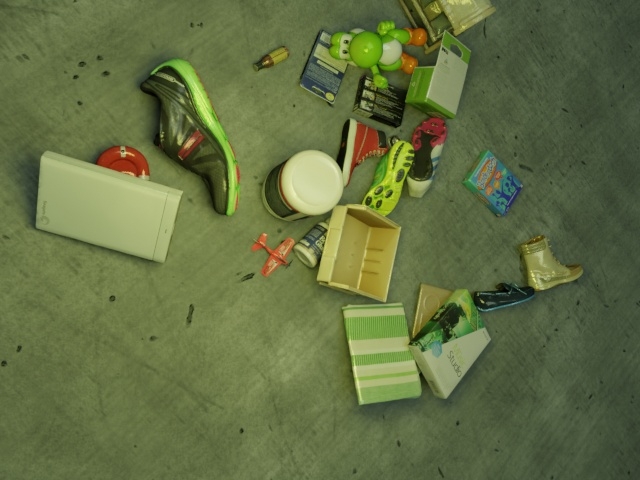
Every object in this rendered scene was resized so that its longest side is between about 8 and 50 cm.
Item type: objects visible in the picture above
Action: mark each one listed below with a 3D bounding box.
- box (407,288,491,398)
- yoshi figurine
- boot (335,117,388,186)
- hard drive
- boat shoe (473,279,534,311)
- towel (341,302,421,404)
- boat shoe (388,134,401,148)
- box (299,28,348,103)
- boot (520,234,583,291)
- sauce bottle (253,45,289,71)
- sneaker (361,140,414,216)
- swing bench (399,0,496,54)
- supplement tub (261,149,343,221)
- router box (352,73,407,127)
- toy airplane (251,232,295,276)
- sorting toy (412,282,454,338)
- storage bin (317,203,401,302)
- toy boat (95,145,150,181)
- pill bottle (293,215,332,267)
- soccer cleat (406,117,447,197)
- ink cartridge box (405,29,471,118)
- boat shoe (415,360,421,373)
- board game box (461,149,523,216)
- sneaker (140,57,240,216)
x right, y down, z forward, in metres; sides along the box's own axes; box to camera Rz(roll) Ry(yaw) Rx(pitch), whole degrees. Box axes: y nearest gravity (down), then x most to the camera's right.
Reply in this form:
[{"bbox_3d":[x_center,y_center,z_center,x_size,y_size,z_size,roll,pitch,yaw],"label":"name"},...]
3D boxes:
[{"bbox_3d":[0.456,0.354,1.913,0.322,0.058,0.232,-41,110,-33],"label":"box"},{"bbox_3d":[0.204,-0.627,1.822,0.362,0.203,0.203,-12,84,-35],"label":"yoshi figurine"},{"bbox_3d":[0.148,-0.280,1.876,0.176,0.088,0.244,17,76,-22],"label":"boot"},{"bbox_3d":[-0.570,-0.082,1.477,0.353,0.047,0.233,17,122,-10],"label":"hard drive"},{"bbox_3d":[0.694,0.198,2.058,0.258,0.109,0.088,-12,87,-25],"label":"boat shoe"},{"bbox_3d":[0.202,0.366,1.816,0.248,0.038,0.324,2,66,-27],"label":"towel"},{"bbox_3d":[0.284,-0.317,1.957,0.046,0.038,0.125,-28,97,-22],"label":"boat shoe"},{"bbox_3d":[0.018,-0.585,1.865,0.137,0.036,0.225,25,75,-19],"label":"box"},{"bbox_3d":[0.910,0.073,2.164,0.262,0.095,0.203,-15,91,-19],"label":"boot"},{"bbox_3d":[-0.162,-0.591,1.790,0.128,0.042,0.042,-33,99,-21],"label":"sauce bottle"},{"bbox_3d":[0.231,-0.200,1.889,0.110,0.123,0.295,28,95,-7],"label":"sneaker"},{"bbox_3d":[0.436,-0.844,1.940,0.165,0.255,0.253,-36,100,-21],"label":"swing bench"},{"bbox_3d":[-0.064,-0.159,1.675,0.191,0.272,0.191,2,86,-23],"label":"supplement tub"},{"bbox_3d":[0.212,-0.489,1.935,0.179,0.046,0.133,16,80,-21],"label":"router box"},{"bbox_3d":[-0.157,0.039,1.747,0.151,0.028,0.151,-2,103,-7],"label":"toy airplane"},{"bbox_3d":[0.423,0.273,1.980,0.193,0.038,0.208,15,76,-21],"label":"sorting toy"},{"bbox_3d":[0.125,0.041,1.762,0.260,0.123,0.262,25,76,-53],"label":"storage bin"},{"bbox_3d":[-0.552,-0.153,1.538,0.151,0.151,0.230,-2,87,-23],"label":"toy boat"},{"bbox_3d":[0.000,0.000,1.787,0.169,0.094,0.094,-45,103,-19],"label":"pill bottle"},{"bbox_3d":[0.369,-0.297,1.966,0.116,0.143,0.331,15,57,12],"label":"soccer cleat"},{"bbox_3d":[0.423,-0.582,1.948,0.189,0.097,0.255,14,90,-44],"label":"ink cartridge box"},{"bbox_3d":[0.240,0.418,1.874,0.228,0.068,0.081,16,57,-21],"label":"boat shoe"},{"bbox_3d":[0.660,-0.217,2.102,0.210,0.047,0.160,40,73,-15],"label":"board game box"},{"bbox_3d":[-0.378,-0.286,1.631,0.202,0.185,0.482,-25,93,-4],"label":"sneaker"}]
